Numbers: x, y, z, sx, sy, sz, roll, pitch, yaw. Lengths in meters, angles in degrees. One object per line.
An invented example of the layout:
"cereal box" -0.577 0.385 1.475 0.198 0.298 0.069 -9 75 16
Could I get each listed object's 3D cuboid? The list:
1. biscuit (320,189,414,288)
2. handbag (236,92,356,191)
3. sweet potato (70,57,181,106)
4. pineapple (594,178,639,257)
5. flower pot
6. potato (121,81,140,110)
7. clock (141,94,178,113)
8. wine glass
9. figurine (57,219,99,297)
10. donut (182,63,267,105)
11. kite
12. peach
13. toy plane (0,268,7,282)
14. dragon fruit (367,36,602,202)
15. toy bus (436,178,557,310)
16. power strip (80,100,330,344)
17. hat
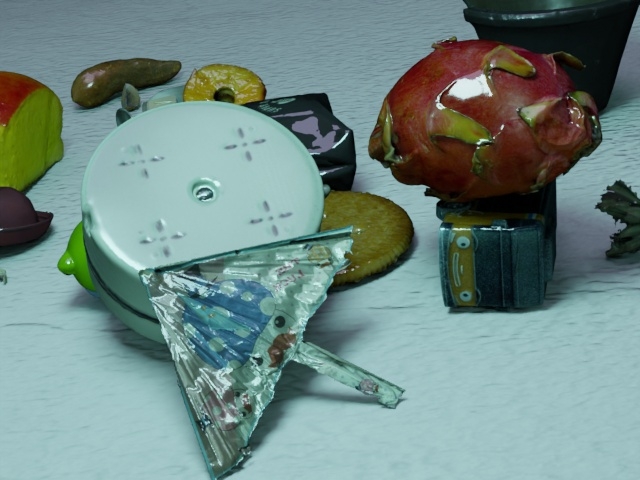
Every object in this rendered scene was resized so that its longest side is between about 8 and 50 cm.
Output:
"biscuit" 0.000 0.000 1.738 0.305 0.038 0.305 -7 28 4
"handbag" -0.101 -0.181 1.971 0.287 0.152 0.342 -6 20 -8
"sweet potato" -0.473 -0.393 2.619 0.291 0.097 0.097 -24 30 -29
"pineapple" 0.564 -0.024 1.497 0.361 0.175 0.175 -9 23 30
"flower pot" 0.446 -0.368 2.086 0.379 0.251 0.379 -7 24 3
"potato" -0.443 -0.323 2.539 0.037 0.036 0.093 19 36 -27
"clock" -0.289 -0.179 2.067 0.071 0.147 0.192 -11 27 -5
"wine glass" -0.329 -0.275 2.333 0.202 0.093 0.093 -29 32 -30
"figurine" -0.292 0.007 1.721 0.162 0.143 0.263 2 17 29
"donut" -0.202 -0.283 2.280 0.174 0.075 0.190 5 48 -9
"kite" -0.067 0.122 1.362 0.368 0.014 0.406 26 59 6
"peach" -0.701 -0.198 2.141 0.306 0.242 0.380 4 29 16
"toy plane" -0.642 0.045 1.804 0.229 0.092 0.244 -3 25 -23
"dragon fruit" 0.217 -0.165 1.489 0.250 0.250 0.315 -25 14 -29
"toy bus" 0.260 -0.017 1.580 0.167 0.139 0.275 2 26 17
"power strip" -0.155 -0.026 1.547 0.357 0.161 0.358 4 55 -6
"hat" -0.574 -0.048 1.922 0.205 0.089 0.205 -1 13 0
